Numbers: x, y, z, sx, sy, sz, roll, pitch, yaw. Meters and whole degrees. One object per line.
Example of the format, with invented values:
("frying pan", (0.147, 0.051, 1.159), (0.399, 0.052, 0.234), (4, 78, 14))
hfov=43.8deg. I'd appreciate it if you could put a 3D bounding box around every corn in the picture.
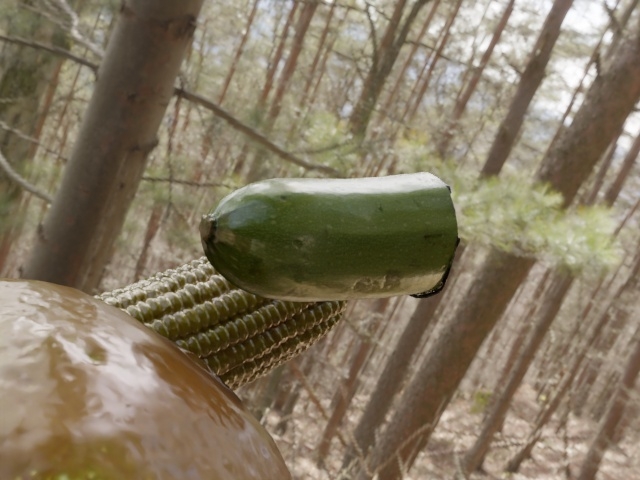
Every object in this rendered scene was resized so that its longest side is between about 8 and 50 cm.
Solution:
("corn", (-0.120, 0.083, 0.706), (0.344, 0.131, 0.131), (-21, 43, -38))

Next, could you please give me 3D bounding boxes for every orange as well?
("orange", (-0.142, 0.133, 0.426), (0.262, 0.196, 0.334), (42, -18, -34))

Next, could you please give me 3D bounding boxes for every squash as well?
("squash", (0.000, 0.000, 0.544), (0.188, 0.095, 0.095), (-3, 29, -36))
